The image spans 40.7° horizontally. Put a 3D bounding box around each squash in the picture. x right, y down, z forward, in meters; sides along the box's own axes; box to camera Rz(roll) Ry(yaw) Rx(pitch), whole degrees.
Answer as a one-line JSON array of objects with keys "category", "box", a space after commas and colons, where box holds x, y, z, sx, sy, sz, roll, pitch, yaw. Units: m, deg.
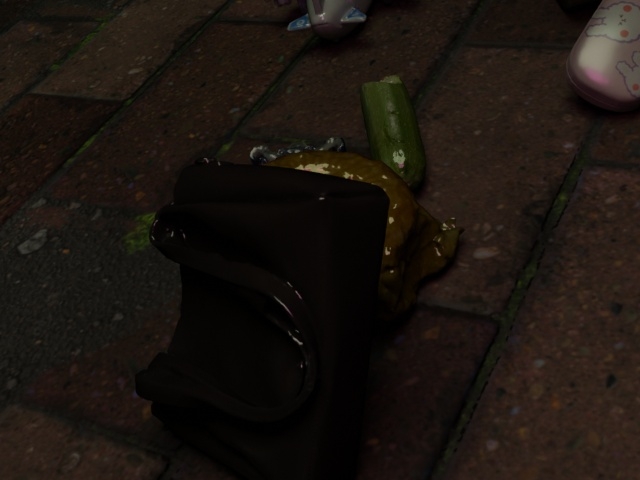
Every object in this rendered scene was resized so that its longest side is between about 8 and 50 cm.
[{"category": "squash", "box": [0.092, -0.145, 1.109, 0.069, 0.069, 0.239, -14, 41, 6]}]

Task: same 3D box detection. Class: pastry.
[{"category": "pastry", "box": [0.000, 0.000, 0.933, 0.235, 0.132, 0.240, 17, 53, 37]}]

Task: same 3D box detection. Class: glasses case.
[{"category": "glasses case", "box": [0.416, -0.288, 1.095, 0.113, 0.075, 0.297, 31, 71, 13]}]

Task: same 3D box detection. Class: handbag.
[{"category": "handbag", "box": [-0.066, 0.073, 0.786, 0.257, 0.286, 0.113, 13, 11, 42]}]

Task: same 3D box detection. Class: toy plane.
[{"category": "toy plane", "box": [0.029, -0.415, 1.402, 0.266, 0.123, 0.267, -11, 38, 8]}]

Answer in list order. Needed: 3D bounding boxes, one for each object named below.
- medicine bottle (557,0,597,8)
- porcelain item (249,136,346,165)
[{"category": "medicine bottle", "box": [0.491, -0.446, 1.227, 0.322, 0.151, 0.151, -14, 40, 6]}, {"category": "porcelain item", "box": [-0.035, -0.102, 1.149, 0.136, 0.021, 0.075, -5, 46, 17]}]
